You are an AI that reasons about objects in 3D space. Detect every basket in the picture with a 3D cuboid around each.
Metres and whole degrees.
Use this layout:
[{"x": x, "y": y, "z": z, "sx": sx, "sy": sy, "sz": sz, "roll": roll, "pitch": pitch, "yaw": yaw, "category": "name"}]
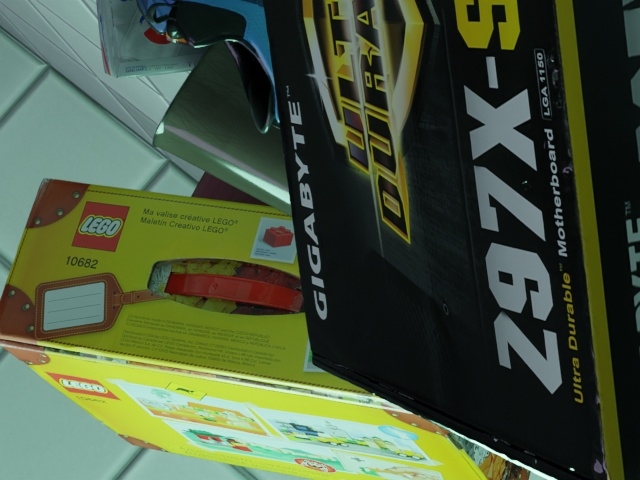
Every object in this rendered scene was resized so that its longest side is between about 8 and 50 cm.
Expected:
[{"x": -0.008, "y": -0.094, "z": 1.617, "sx": 0.227, "sy": 0.154, "sz": 0.204, "roll": 34, "pitch": -143, "yaw": 2, "category": "basket"}]

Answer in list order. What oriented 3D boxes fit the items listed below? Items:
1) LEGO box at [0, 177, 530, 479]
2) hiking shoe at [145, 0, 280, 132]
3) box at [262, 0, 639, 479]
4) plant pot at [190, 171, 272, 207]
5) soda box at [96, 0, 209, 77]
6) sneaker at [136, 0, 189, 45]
[{"x": -0.036, "y": 0.119, "z": 1.930, "sx": 0.500, "sy": 0.193, "sz": 0.372, "roll": 8, "pitch": 159, "yaw": 22, "category": "LEGO box"}, {"x": 0.006, "y": -0.123, "z": 1.416, "sx": 0.304, "sy": 0.132, "sz": 0.113, "roll": 42, "pitch": 174, "yaw": -20, "category": "hiking shoe"}, {"x": 0.056, "y": -0.088, "z": 0.682, "sx": 0.257, "sy": 0.079, "sz": 0.322, "roll": 17, "pitch": 117, "yaw": 64, "category": "box"}, {"x": -0.055, "y": -0.058, "z": 2.080, "sx": 0.201, "sy": 0.180, "sz": 0.201, "roll": 41, "pitch": 174, "yaw": 5, "category": "plant pot"}, {"x": -0.170, "y": -0.212, "z": 1.791, "sx": 0.286, "sy": 0.098, "sz": 0.091, "roll": -146, "pitch": 49, "yaw": -79, "category": "soda box"}, {"x": -0.138, "y": -0.266, "z": 1.597, "sx": 0.083, "sy": 0.087, "sz": 0.221, "roll": 3, "pitch": -140, "yaw": -44, "category": "sneaker"}]
